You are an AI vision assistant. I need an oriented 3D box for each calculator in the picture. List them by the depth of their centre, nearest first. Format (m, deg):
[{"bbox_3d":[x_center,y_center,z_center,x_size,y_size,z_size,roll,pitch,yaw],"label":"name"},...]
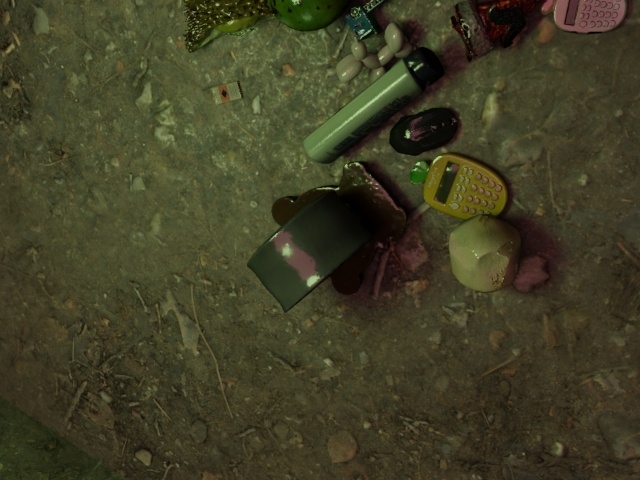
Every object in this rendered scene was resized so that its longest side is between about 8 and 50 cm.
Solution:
[{"bbox_3d":[0.530,-0.470,1.414,0.165,0.024,0.103,14,115,19],"label":"calculator"},{"bbox_3d":[0.322,-0.126,1.638,0.234,0.032,0.146,24,117,15],"label":"calculator"}]

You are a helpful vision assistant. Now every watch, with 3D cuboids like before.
[{"bbox_3d":[0.000,0.000,1.669,0.314,0.327,0.335,50,121,2],"label":"watch"}]

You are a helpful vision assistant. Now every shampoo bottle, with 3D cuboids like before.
[{"bbox_3d":[0.124,-0.303,1.610,0.359,0.134,0.078,-35,72,31],"label":"shampoo bottle"}]

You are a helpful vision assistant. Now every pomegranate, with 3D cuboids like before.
[{"bbox_3d":[-0.039,-0.572,1.530,0.211,0.263,0.211,-9,73,33],"label":"pomegranate"}]

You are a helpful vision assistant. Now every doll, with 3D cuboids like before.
[{"bbox_3d":[0.131,-0.415,1.575,0.160,0.161,0.059,-57,39,40],"label":"doll"}]

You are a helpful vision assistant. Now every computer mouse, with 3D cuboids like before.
[{"bbox_3d":[0.233,-0.250,1.619,0.172,0.057,0.099,-17,98,27],"label":"computer mouse"}]

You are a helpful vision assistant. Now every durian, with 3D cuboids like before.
[{"bbox_3d":[-0.228,-0.561,1.697,0.306,0.166,0.172,-21,69,25],"label":"durian"}]

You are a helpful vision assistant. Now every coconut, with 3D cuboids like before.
[{"bbox_3d":[0.372,0.022,1.576,0.170,0.171,0.183,10,138,23],"label":"coconut"}]

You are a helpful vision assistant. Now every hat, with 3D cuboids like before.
[{"bbox_3d":[0.383,-0.463,1.441,0.227,0.129,0.140,-23,129,24],"label":"hat"}]

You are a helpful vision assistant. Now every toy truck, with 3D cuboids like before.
[{"bbox_3d":[0.142,-0.521,1.564,0.175,0.067,0.081,-30,99,28],"label":"toy truck"}]

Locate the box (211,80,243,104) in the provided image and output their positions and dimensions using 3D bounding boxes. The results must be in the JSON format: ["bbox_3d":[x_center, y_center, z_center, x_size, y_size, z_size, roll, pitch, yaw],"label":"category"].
[{"bbox_3d":[-0.244,-0.385,1.829,0.083,0.012,0.046,-8,105,28],"label":"box"}]
